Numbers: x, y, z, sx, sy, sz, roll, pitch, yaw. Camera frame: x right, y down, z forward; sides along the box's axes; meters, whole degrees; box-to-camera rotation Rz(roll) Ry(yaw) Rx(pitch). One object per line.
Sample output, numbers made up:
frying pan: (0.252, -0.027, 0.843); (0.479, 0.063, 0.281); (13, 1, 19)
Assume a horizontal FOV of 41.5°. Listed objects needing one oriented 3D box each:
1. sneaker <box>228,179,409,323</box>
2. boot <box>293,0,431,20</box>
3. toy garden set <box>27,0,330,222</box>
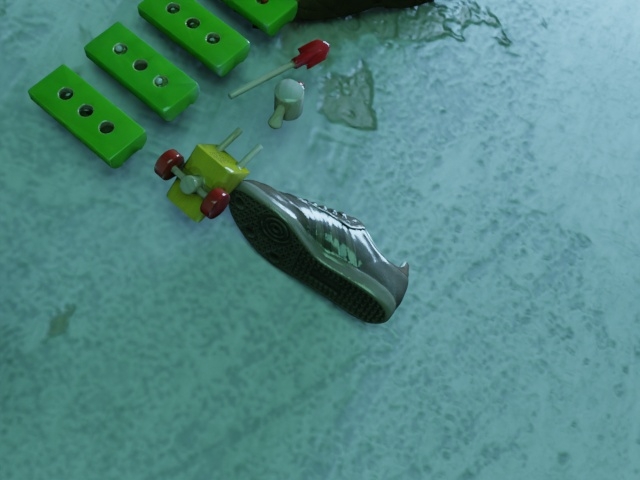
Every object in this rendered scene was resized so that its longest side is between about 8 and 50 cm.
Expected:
sneaker: (0.000, 0.000, 0.792); (0.188, 0.066, 0.071); (40, 50, -3)
boot: (0.051, -0.324, 0.875); (0.213, 0.077, 0.165); (-14, 77, -16)
toy garden set: (-0.107, -0.142, 0.790); (0.204, 0.049, 0.244); (39, 67, 15)
